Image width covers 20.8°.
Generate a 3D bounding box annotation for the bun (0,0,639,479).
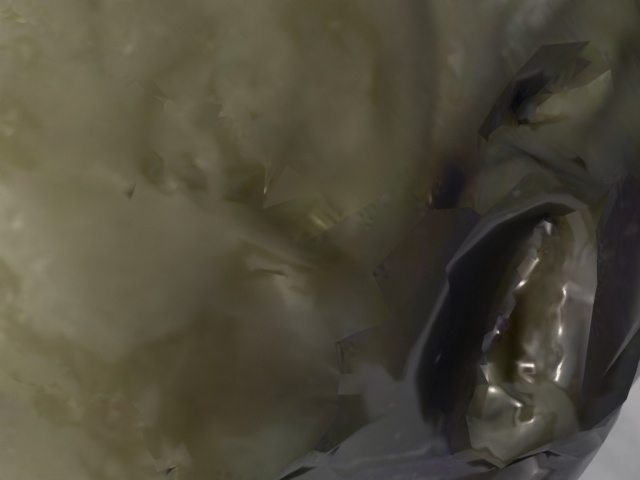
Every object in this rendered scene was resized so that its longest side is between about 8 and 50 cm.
[{"bbox_3d":[0.001,-0.005,0.485,0.273,0.273,0.168,-7,19,-44],"label":"bun"}]
